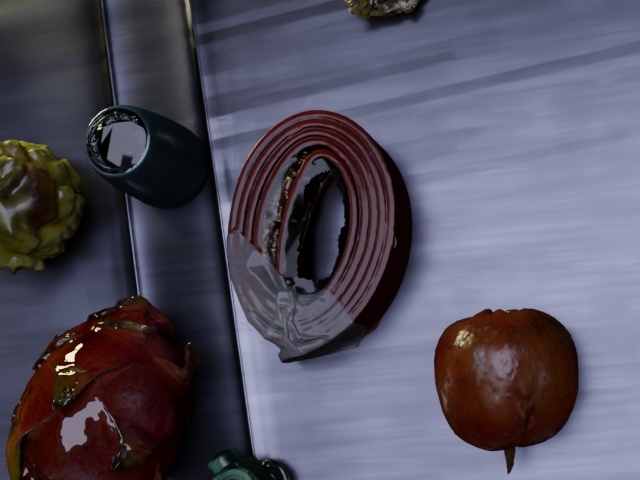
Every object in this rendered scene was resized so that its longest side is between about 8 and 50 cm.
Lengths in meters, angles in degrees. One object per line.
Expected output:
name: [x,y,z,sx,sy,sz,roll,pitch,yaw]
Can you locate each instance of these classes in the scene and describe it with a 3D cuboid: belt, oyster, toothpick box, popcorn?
belt: [0.000,0.000,1.539,0.227,0.115,0.324,4,83,17]
oyster: [0.106,-0.352,1.596,0.108,0.053,0.166,38,86,7]
toothpick box: [-0.235,-0.114,1.587,0.120,0.184,0.120,-2,82,15]
popcorn: [-0.439,-0.048,1.644,0.218,0.169,0.189,11,91,-1]

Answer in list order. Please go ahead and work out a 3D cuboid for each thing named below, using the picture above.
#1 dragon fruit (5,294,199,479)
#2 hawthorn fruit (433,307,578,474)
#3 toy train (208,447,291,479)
dragon fruit: [-0.281,0.232,1.521,0.250,0.250,0.315,15,46,18]
hawthorn fruit: [0.221,0.180,1.419,0.179,0.179,0.200,0,85,16]
toy train: [-0.078,0.409,1.510,0.177,0.116,0.285,-42,74,19]
